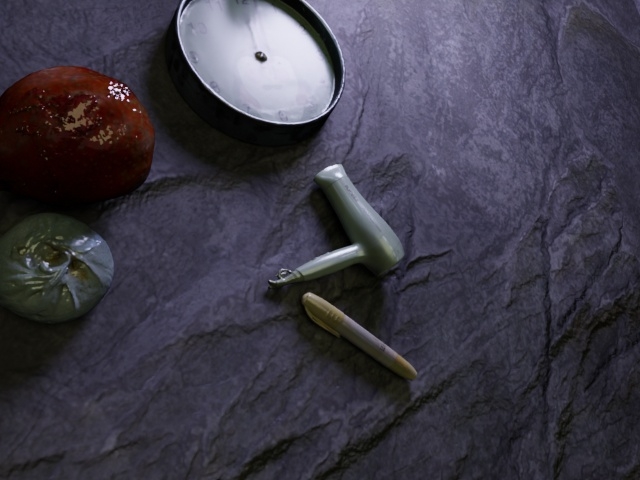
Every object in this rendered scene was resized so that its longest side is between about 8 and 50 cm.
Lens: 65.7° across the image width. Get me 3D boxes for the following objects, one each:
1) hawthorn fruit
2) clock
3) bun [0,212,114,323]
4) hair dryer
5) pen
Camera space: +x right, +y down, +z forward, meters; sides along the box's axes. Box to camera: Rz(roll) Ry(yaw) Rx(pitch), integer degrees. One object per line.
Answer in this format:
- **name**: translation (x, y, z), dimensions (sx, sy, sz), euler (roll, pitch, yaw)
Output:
- **hawthorn fruit**: translation (-0.323, -0.114, 0.611), dimensions (0.235, 0.181, 0.181), euler (-39, 92, -32)
- **clock**: translation (-0.104, -0.321, 0.868), dimensions (0.319, 0.066, 0.318), euler (10, 66, -24)
- **bun**: translation (-0.326, 0.030, 0.606), dimensions (0.141, 0.083, 0.140), euler (12, 64, -26)
- **hair dryer**: translation (0.000, 0.000, 0.813), dimensions (0.237, 0.075, 0.206), euler (-31, 80, -25)
- **pen**: translation (0.062, 0.159, 0.792), dimensions (0.233, 0.032, 0.040), euler (38, 82, -11)
